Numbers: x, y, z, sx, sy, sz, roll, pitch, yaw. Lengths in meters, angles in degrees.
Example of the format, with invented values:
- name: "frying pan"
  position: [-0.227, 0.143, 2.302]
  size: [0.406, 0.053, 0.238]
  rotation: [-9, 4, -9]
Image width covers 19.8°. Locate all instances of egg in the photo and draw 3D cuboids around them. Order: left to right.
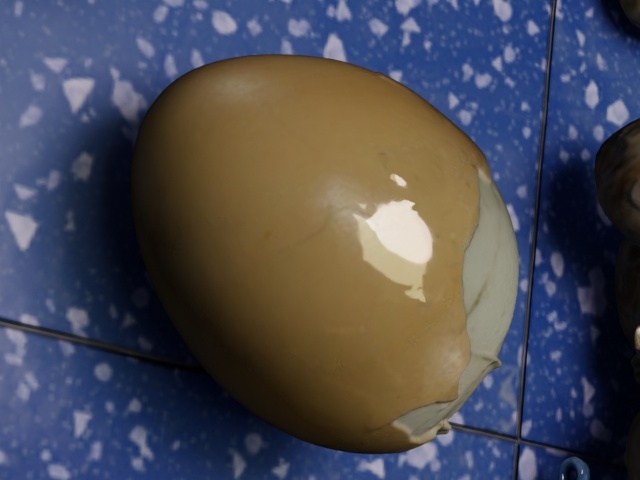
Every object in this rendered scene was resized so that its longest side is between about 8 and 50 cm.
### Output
- name: "egg"
  position: [0.000, 0.000, 1.039]
  size: [0.244, 0.201, 0.201]
  rotation: [41, 60, -12]

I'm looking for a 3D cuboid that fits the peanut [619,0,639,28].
- name: "peanut"
  position: [0.310, -0.203, 1.361]
  size: [0.226, 0.108, 0.095]
  rotation: [-16, 101, -40]

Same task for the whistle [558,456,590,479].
- name: "whistle"
  position: [0.165, 0.220, 1.195]
  size: [0.090, 0.090, 0.158]
  rotation: [8, 77, -36]

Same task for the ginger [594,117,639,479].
- name: "ginger"
  position: [0.263, 0.068, 1.237]
  size: [0.244, 0.155, 0.304]
  rotation: [29, 47, -65]
